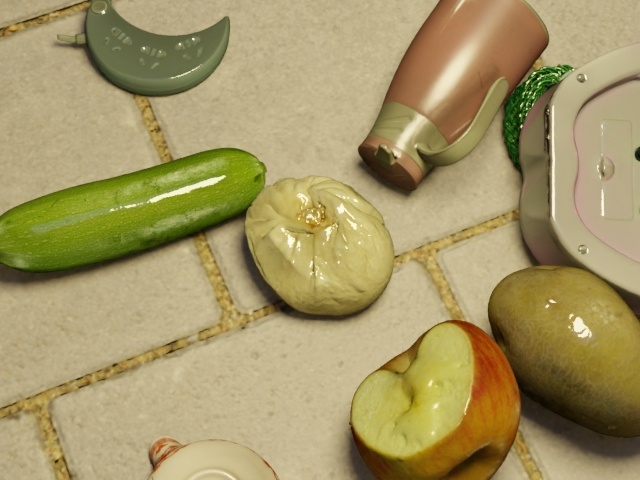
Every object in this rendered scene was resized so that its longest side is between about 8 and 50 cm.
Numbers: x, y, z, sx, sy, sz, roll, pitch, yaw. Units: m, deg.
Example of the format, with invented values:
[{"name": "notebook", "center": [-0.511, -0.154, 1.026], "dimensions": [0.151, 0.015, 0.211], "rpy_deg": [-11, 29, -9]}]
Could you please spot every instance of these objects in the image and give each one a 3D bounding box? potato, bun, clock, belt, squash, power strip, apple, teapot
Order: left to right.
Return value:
[{"name": "squash", "center": [-0.243, -0.029, 1.587], "dimensions": [0.379, 0.101, 0.101], "rpy_deg": [-16, 67, -13]}, {"name": "power strip", "center": [-0.231, -0.256, 1.719], "dimensions": [0.216, 0.044, 0.137], "rpy_deg": [13, 67, 4]}, {"name": "teapot", "center": [-0.110, 0.307, 1.445], "dimensions": [0.159, 0.116, 0.245], "rpy_deg": [-24, 74, -24]}, {"name": "bun", "center": [0.000, 0.000, 1.574], "dimensions": [0.164, 0.111, 0.188], "rpy_deg": [-30, 73, -11]}, {"name": "apple", "center": [0.129, 0.189, 1.464], "dimensions": [0.195, 0.160, 0.173], "rpy_deg": [-38, 57, 7]}, {"name": "belt", "center": [0.292, -0.143, 1.671], "dimensions": [0.121, 0.079, 0.151], "rpy_deg": [-7, 79, -13]}, {"name": "potato", "center": [0.291, 0.123, 1.489], "dimensions": [0.235, 0.178, 0.160], "rpy_deg": [44, 114, 0]}, {"name": "clock", "center": [0.403, -0.072, 1.579], "dimensions": [0.339, 0.102, 0.338], "rpy_deg": [1, 80, -8]}]

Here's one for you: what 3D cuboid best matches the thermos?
[{"name": "thermos", "center": [0.160, -0.183, 1.640], "dimensions": [0.176, 0.146, 0.265], "rpy_deg": [16, 66, 54]}]
